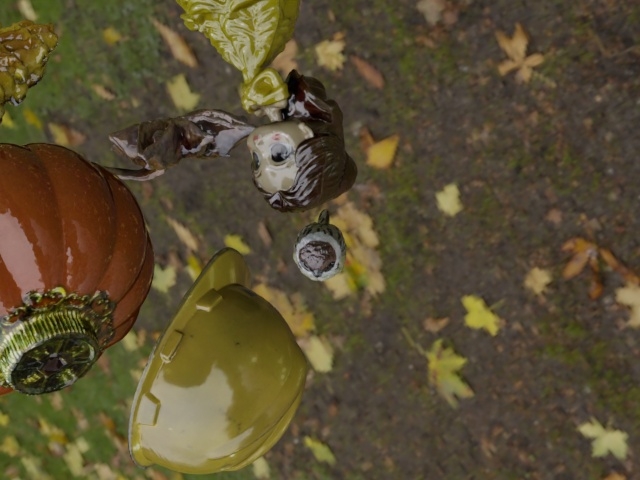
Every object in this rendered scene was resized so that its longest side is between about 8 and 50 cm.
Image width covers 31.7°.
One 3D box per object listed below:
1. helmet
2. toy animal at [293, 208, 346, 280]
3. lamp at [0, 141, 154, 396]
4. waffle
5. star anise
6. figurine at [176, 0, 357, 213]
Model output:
[{"bbox_3d":[-0.088,0.151,1.215,0.140,0.257,0.205,23,164,19],"label":"helmet"},{"bbox_3d":[0.000,0.000,1.958,0.098,0.098,0.137,-24,58,59],"label":"toy animal"},{"bbox_3d":[-0.240,0.023,0.884,0.197,0.223,0.223,58,152,32],"label":"lamp"},{"bbox_3d":[-0.373,-0.161,1.111,0.228,0.232,0.051,0,122,22],"label":"waffle"},{"bbox_3d":[-0.277,-0.176,2.066,0.292,0.349,0.109,-7,98,62],"label":"star anise"},{"bbox_3d":[-0.060,-0.184,1.267,0.187,0.168,0.315,-16,92,22],"label":"figurine"}]
